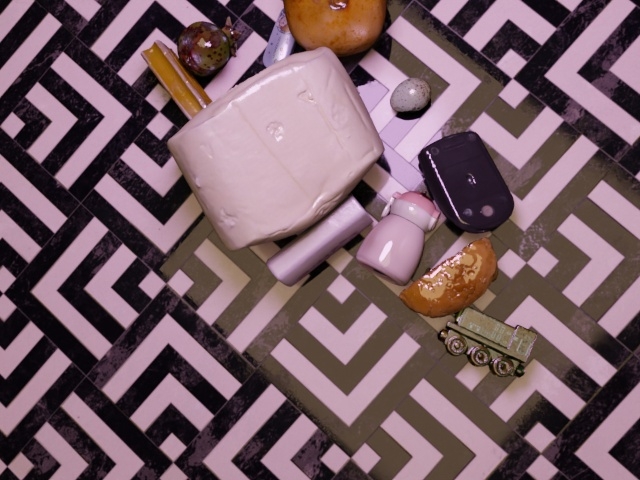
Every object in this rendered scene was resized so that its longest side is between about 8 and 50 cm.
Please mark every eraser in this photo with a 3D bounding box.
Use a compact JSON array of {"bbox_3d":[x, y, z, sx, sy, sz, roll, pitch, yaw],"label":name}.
[{"bbox_3d":[0.000,0.000,1.827,0.270,0.174,0.095,-37,81,4],"label":"eraser"}]

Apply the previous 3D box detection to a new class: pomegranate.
[{"bbox_3d":[0.036,-0.597,1.801,0.307,0.307,0.307,-1,86,8],"label":"pomegranate"},{"bbox_3d":[-0.283,-0.498,1.897,0.169,0.148,0.148,-21,82,-24],"label":"pomegranate"}]

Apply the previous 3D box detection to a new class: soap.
[{"bbox_3d":[-0.361,-0.405,1.923,0.073,0.140,0.232,-38,82,4],"label":"soap"}]

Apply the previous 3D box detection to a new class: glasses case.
[{"bbox_3d":[-0.097,-0.533,1.941,0.067,0.045,0.178,20,89,8],"label":"glasses case"}]

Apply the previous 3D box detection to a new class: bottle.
[{"bbox_3d":[0.203,-0.018,1.821,0.147,0.147,0.236,29,83,9],"label":"bottle"}]

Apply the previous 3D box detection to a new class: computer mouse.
[{"bbox_3d":[0.360,-0.135,1.817,0.170,0.100,0.269,-18,74,-13],"label":"computer mouse"}]

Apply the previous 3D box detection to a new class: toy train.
[{"bbox_3d":[0.407,0.246,1.799,0.225,0.090,0.137,25,83,9],"label":"toy train"}]

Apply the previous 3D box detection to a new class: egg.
[{"bbox_3d":[0.229,-0.367,1.863,0.110,0.085,0.085,-31,82,10],"label":"egg"}]

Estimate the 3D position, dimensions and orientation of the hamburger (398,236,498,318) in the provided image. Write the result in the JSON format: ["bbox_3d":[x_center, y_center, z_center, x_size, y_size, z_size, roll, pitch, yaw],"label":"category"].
[{"bbox_3d":[0.324,0.104,1.787,0.262,0.124,0.131,-32,66,6],"label":"hamburger"}]

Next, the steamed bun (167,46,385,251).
[{"bbox_3d":[-0.101,-0.215,1.756,0.456,0.290,0.371,-31,106,-5],"label":"steamed bun"}]
